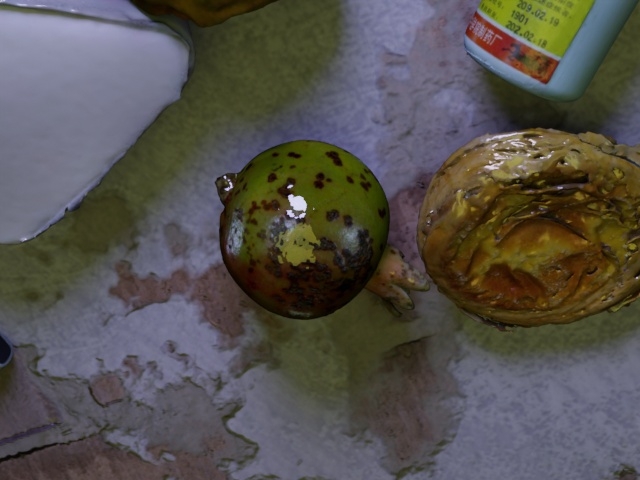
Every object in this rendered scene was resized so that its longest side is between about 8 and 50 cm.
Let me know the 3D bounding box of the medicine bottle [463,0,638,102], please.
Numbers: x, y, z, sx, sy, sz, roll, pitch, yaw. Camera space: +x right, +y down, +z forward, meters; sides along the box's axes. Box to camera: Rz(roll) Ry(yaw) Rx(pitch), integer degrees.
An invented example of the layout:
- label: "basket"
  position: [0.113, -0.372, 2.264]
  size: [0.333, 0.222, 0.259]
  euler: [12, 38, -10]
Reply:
- label: "medicine bottle"
  position: [0.250, -0.262, 1.027]
  size: [0.139, 0.139, 0.225]
  euler: [25, 112, -6]

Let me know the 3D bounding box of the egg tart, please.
- label: "egg tart"
  position: [0.247, -0.025, 1.141]
  size: [0.297, 0.132, 0.297]
  euler: [-1, 127, -1]

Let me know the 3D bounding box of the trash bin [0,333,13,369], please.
- label: "trash bin"
  position: [-0.470, 0.145, 1.289]
  size: [0.130, 0.059, 0.116]
  euler: [-38, 104, 18]

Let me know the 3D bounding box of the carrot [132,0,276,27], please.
- label: "carrot"
  position: [-0.121, -0.370, 0.926]
  size: [0.242, 0.241, 0.340]
  euler: [-13, 136, 9]

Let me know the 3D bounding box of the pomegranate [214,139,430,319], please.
- label: "pomegranate"
  position: [-0.003, 0.004, 1.137]
  size: [0.198, 0.198, 0.246]
  euler: [-34, 130, 16]

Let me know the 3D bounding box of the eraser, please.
- label: "eraser"
  position: [-0.280, -0.180, 1.062]
  size: [0.331, 0.150, 0.331]
  euler: [-8, 132, -9]
